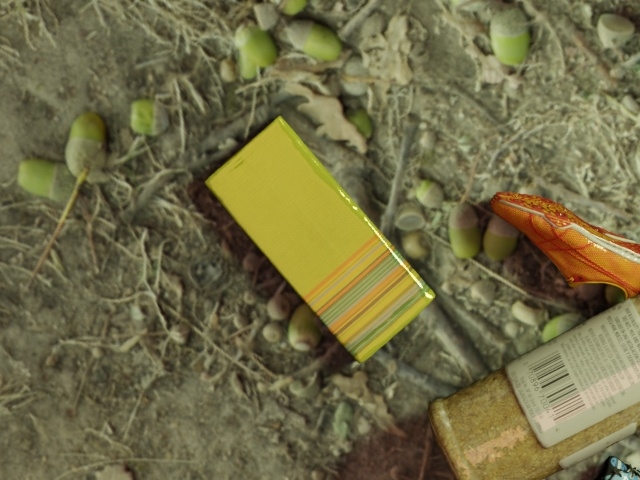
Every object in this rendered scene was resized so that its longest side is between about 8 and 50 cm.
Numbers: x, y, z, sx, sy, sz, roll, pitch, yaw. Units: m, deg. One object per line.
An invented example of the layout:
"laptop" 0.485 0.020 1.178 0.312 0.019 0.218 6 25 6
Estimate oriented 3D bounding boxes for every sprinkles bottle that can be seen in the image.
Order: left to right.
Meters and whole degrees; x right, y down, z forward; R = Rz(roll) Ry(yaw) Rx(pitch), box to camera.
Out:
"sprinkles bottle" 0.280 0.125 1.603 0.355 0.121 0.121 -29 97 8

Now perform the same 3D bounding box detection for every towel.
"towel" 0.000 0.000 1.646 0.102 0.021 0.237 -41 96 0

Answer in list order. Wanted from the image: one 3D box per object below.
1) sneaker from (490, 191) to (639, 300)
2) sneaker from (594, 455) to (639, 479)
"sneaker" 0.238 0.008 1.627 0.175 0.064 0.067 29 107 -2
"sneaker" 0.310 0.242 1.661 0.162 0.063 0.073 -23 95 3
